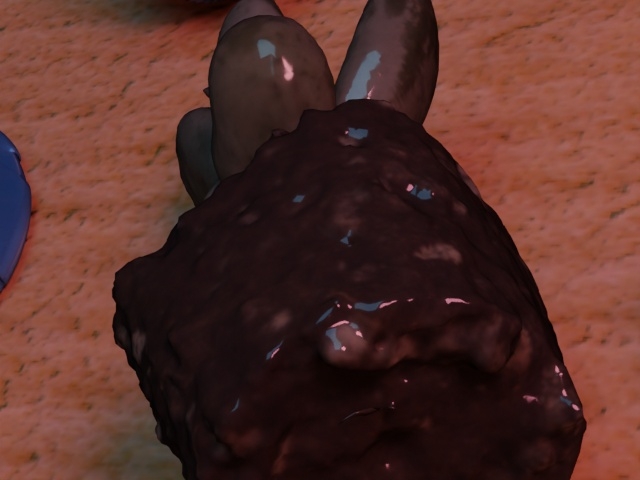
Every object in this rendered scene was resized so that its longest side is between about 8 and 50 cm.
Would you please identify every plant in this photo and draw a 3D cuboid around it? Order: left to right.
[{"bbox_3d":[-0.002,0.002,0.688,0.146,0.149,0.274,-23,37,8],"label":"plant"}]

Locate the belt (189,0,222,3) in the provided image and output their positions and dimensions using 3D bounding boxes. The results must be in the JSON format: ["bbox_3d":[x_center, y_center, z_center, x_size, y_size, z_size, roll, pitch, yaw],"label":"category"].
[{"bbox_3d":[-0.020,-0.215,0.949,0.218,0.122,0.128,-43,42,-5],"label":"belt"}]

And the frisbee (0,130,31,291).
[{"bbox_3d":[-0.259,0.013,0.913,0.242,0.045,0.242,-18,41,16],"label":"frisbee"}]
